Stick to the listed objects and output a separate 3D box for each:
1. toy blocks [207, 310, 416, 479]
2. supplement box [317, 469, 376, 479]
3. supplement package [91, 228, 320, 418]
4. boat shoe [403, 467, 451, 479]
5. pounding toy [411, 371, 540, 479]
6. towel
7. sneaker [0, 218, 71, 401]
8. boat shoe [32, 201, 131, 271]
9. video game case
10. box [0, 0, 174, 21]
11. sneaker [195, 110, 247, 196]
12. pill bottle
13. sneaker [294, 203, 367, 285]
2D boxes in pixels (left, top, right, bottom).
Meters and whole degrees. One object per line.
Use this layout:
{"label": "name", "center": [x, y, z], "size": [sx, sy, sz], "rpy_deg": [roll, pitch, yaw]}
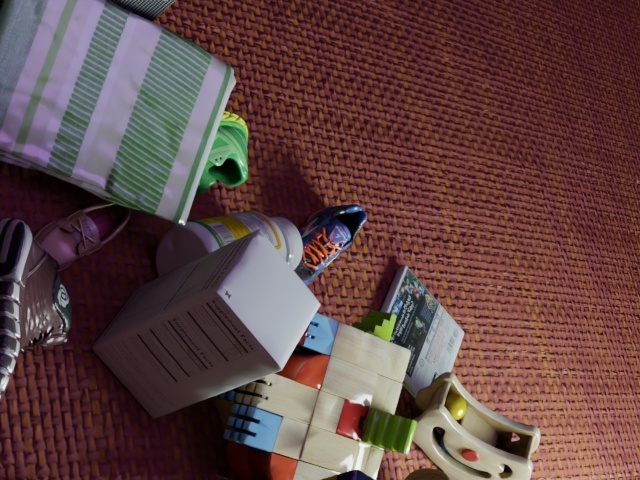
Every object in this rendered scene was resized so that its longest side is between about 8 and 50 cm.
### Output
{"label": "toy blocks", "center": [-0.035, 0.244, 1.797], "size": [0.261, 0.191, 0.381], "rpy_deg": [25, 77, -38]}
{"label": "supplement box", "center": [-0.035, 0.428, 1.577], "size": [0.195, 0.356, 0.194], "rpy_deg": [34, 47, -34]}
{"label": "supplement package", "center": [-0.147, 0.110, 1.706], "size": [0.134, 0.244, 0.139], "rpy_deg": [52, 41, -17]}
{"label": "boat shoe", "center": [0.143, 0.479, 1.986], "size": [0.089, 0.105, 0.285], "rpy_deg": [79, 21, -55]}
{"label": "pounding toy", "center": [0.248, 0.348, 2.109], "size": [0.269, 0.154, 0.155], "rpy_deg": [47, 45, -25]}
{"label": "towel", "center": [-0.284, -0.182, 1.733], "size": [0.325, 0.038, 0.248], "rpy_deg": [22, 83, -25]}
{"label": "sneaker", "center": [-0.359, 0.128, 1.571], "size": [0.162, 0.106, 0.281], "rpy_deg": [45, 53, -56]}
{"label": "boat shoe", "center": [-0.310, -0.012, 1.728], "size": [0.063, 0.059, 0.170], "rpy_deg": [59, 38, -9]}
{"label": "video game case", "center": [0.160, 0.163, 2.218], "size": [0.173, 0.022, 0.190], "rpy_deg": [49, 42, -21]}
{"label": "box", "center": [-0.312, -0.348, 1.731], "size": [0.216, 0.270, 0.060], "rpy_deg": [35, 32, -35]}
{"label": "sneaker", "center": [-0.200, -0.123, 1.876], "size": [0.295, 0.109, 0.123], "rpy_deg": [-3, 73, -49]}
{"label": "pill bottle", "center": [-0.122, 0.020, 1.884], "size": [0.208, 0.117, 0.117], "rpy_deg": [-13, 81, -51]}
{"label": "sneaker", "center": [0.000, 0.000, 2.062], "size": [0.083, 0.087, 0.221], "rpy_deg": [54, 39, -14]}
